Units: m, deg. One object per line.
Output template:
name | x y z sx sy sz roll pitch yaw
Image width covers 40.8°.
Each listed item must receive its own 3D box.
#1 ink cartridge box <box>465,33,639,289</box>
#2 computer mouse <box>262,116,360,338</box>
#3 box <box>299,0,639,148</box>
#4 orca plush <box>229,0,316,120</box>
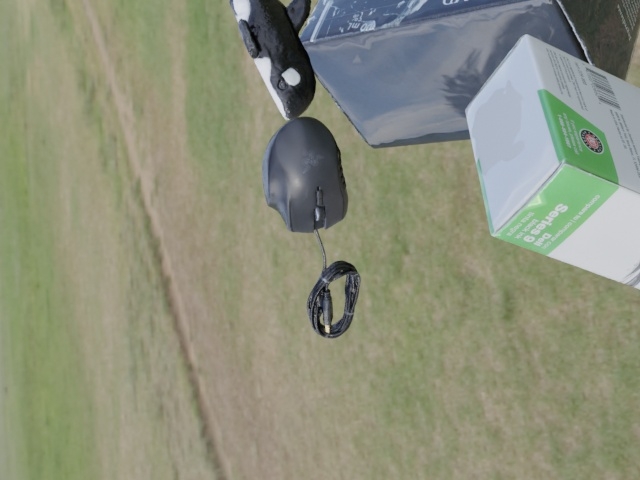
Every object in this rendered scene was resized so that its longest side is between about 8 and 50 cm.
ink cartridge box | 0.318 -0.067 0.921 0.121 0.289 0.211 -54 26 40
computer mouse | 0.000 0.000 0.769 0.041 0.071 0.242 -125 18 -52
box | 0.287 -0.439 1.489 0.480 0.297 0.471 -1 56 39
orca plush | -0.057 -0.310 1.196 0.151 0.102 0.287 51 -165 -59
